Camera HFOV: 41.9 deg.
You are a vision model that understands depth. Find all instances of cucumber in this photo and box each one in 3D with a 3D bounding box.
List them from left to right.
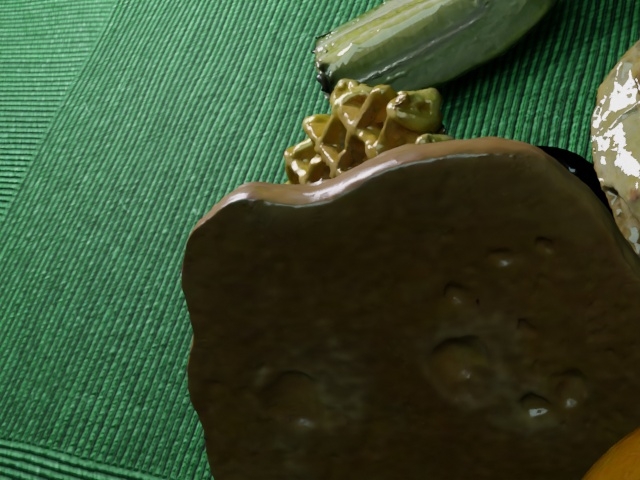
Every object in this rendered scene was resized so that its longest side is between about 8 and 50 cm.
[{"bbox_3d":[0.149,-0.255,1.007,0.326,0.105,0.145,-27,25,7],"label":"cucumber"}]

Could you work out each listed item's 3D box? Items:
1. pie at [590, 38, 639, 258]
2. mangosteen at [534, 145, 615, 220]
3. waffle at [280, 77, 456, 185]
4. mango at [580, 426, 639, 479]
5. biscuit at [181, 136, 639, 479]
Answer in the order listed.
[{"bbox_3d":[0.384,-0.062,0.704,0.340,0.083,0.339,4,56,-6],"label":"pie"},{"bbox_3d":[0.172,0.006,0.776,0.231,0.194,0.194,13,66,42],"label":"mangosteen"},{"bbox_3d":[0.038,0.009,0.774,0.329,0.062,0.328,-2,87,58],"label":"waffle"},{"bbox_3d":[0.288,0.200,0.436,0.300,0.446,0.232,-8,72,36],"label":"mango"},{"bbox_3d":[0.083,0.114,0.647,0.365,0.384,0.062,-10,20,9],"label":"biscuit"}]
